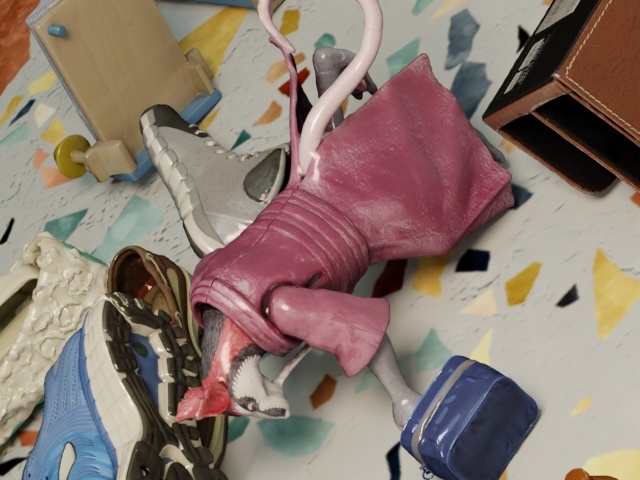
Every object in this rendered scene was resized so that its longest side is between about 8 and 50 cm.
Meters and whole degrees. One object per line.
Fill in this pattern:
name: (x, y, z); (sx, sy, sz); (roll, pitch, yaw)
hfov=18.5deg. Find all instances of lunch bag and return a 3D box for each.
lunch bag: (0.108, 0.142, 1.494); (0.065, 0.067, 0.098); (22, 72, 48)

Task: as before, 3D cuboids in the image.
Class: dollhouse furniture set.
dollhouse furniture set: (-0.231, -0.254, 1.961); (0.198, 0.286, 0.303); (12, 52, 45)

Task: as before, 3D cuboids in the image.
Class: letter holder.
letter holder: (0.310, -0.169, 1.566); (0.302, 0.214, 0.152); (-58, 10, -17)

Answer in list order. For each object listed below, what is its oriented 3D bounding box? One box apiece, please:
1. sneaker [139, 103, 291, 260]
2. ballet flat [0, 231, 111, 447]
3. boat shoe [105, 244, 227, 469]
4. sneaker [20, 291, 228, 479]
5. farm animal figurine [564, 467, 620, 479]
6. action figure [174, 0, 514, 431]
sneaker: (-0.079, -0.069, 1.840); (0.132, 0.086, 0.229); (-32, 50, 5)
ballet flat: (-0.352, 0.150, 1.821); (0.409, 0.147, 0.147); (-47, 39, -4)
boat shoe: (-0.151, 0.107, 1.718); (0.095, 0.095, 0.257); (-32, 41, 13)
sneaker: (-0.157, 0.208, 1.573); (0.147, 0.129, 0.330); (-42, 43, 31)
farm animal figurine: (0.147, 0.325, 1.230); (0.326, 0.172, 0.330); (-11, 57, 43)
action figure: (0.000, 0.000, 1.572); (0.248, 0.276, 0.370); (10, 48, 38)
